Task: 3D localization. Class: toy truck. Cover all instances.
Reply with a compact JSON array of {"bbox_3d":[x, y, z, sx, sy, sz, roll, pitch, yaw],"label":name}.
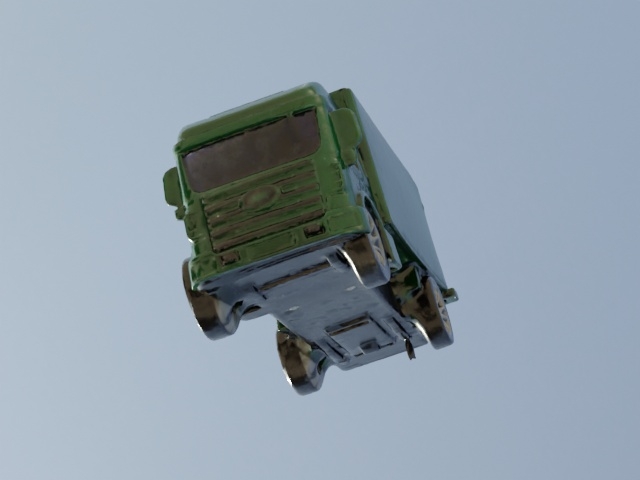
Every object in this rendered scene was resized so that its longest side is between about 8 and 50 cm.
[{"bbox_3d":[0.000,0.000,0.547,0.065,0.147,0.079,-19,-109,10],"label":"toy truck"}]
